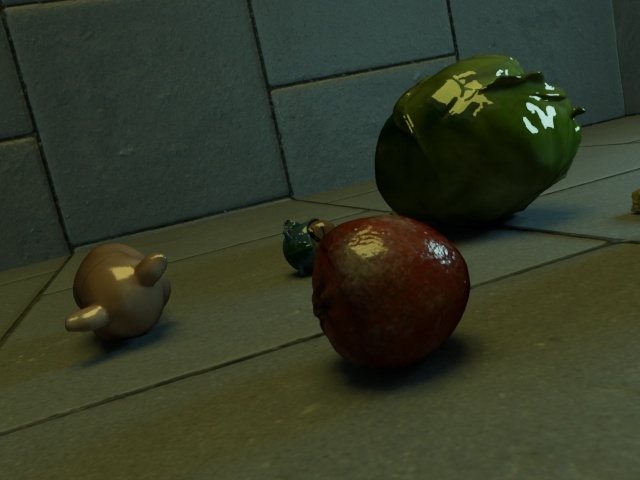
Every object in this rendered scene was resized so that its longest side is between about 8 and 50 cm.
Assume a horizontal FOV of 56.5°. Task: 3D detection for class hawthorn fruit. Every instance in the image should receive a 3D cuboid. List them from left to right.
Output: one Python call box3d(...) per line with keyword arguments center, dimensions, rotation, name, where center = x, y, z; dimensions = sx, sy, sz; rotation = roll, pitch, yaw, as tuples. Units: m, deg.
box3d(center=(0.076, 0.053, 0.638), dimensions=(0.172, 0.173, 0.173), rotation=(-12, 10, 2), name="hawthorn fruit")

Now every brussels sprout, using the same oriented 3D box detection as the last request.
box3d(center=(0.291, -0.199, 1.254), dimensions=(0.360, 0.343, 0.425), rotation=(-10, -4, -28), name="brussels sprout")

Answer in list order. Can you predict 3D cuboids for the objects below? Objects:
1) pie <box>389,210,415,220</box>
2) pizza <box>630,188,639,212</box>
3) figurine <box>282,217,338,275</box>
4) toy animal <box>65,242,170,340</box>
box3d(center=(0.270, -0.085, 1.540), dimensions=(0.186, 0.041, 0.187), rotation=(-13, 10, 2), name="pie")
box3d(center=(0.658, -0.099, 1.011), dimensions=(0.188, 0.081, 0.204), rotation=(-15, 11, -11), name="pizza")
box3d(center=(0.004, 0.004, 1.209), dimensions=(0.144, 0.115, 0.178), rotation=(-8, 2, 14), name="figurine")
box3d(center=(-0.336, 0.081, 1.006), dimensions=(0.167, 0.154, 0.250), rotation=(-59, 24, -10), name="toy animal")
